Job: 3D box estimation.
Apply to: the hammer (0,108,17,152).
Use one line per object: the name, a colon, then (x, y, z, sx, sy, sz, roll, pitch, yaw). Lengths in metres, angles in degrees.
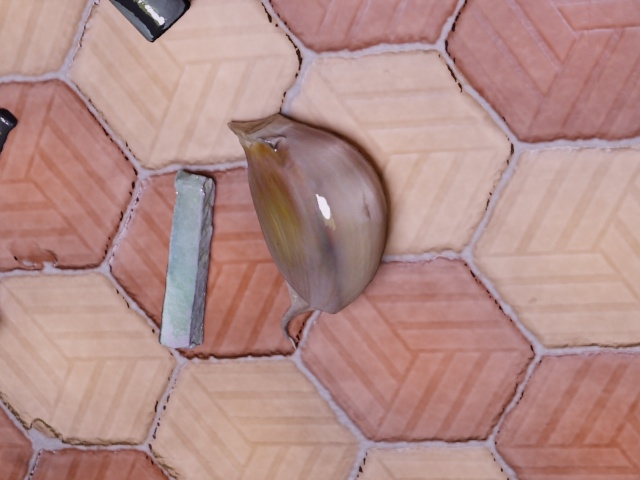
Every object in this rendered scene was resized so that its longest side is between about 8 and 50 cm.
hammer: (-0.376, -0.056, 1.634, 0.078, 0.021, 0.201, 26, 117, 3)

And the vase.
vase: (-0.219, -0.289, 1.469, 0.060, 0.060, 0.211, -40, 99, 26)

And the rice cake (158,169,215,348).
rice cake: (-0.140, 0.023, 1.596, 0.043, 0.034, 0.210, 17, 117, 18)

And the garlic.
garlic: (0.001, 0.005, 1.521, 0.129, 0.148, 0.266, -11, 109, -19)
